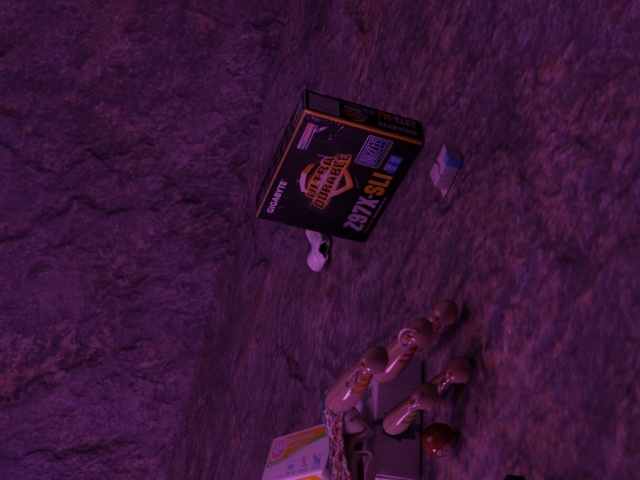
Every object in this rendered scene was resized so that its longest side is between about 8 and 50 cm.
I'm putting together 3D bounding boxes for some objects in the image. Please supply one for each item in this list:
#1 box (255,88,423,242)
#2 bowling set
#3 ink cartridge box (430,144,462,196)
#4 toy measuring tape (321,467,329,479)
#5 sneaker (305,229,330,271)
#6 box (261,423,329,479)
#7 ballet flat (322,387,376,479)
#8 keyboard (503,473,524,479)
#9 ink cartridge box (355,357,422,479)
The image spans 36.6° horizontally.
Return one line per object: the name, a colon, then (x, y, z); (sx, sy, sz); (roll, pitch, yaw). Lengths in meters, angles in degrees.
box: (0.033, -0.147, 2.023); (0.322, 0.257, 0.079); (120, 156, -43)
bowling set: (0.171, 0.220, 1.503); (0.287, 0.200, 0.154); (-33, -15, -44)
ink cartridge box: (0.225, -0.126, 1.760); (0.048, 0.028, 0.083); (-99, 27, -54)
toy measuring tape: (-0.008, 0.568, 1.705); (0.121, 0.121, 0.330); (-138, 40, -72)
sneaker: (0.000, 0.000, 2.408); (0.061, 0.054, 0.152); (-45, 40, 46)
box: (-0.004, 0.426, 1.826); (0.203, 0.114, 0.103); (-28, 36, 46)
ballet flat: (0.055, 0.347, 1.588); (0.077, 0.091, 0.241); (-23, 53, 25)
keyboard: (0.229, 0.407, 1.175); (0.317, 0.033, 0.201); (-74, 5, -58)
ink cartridge box: (0.104, 0.327, 1.698); (0.160, 0.093, 0.219); (133, 145, -59)
